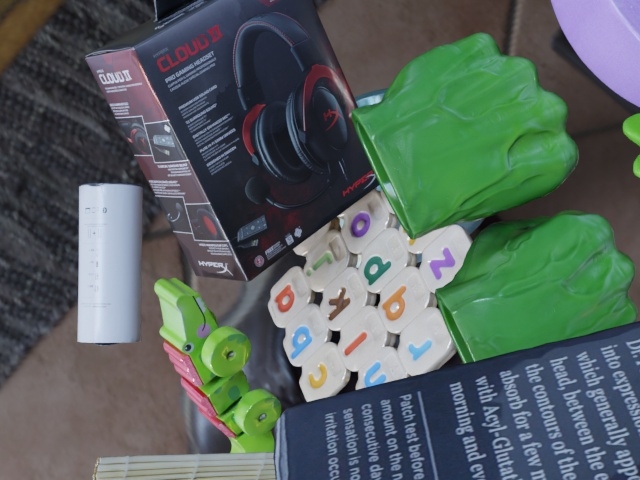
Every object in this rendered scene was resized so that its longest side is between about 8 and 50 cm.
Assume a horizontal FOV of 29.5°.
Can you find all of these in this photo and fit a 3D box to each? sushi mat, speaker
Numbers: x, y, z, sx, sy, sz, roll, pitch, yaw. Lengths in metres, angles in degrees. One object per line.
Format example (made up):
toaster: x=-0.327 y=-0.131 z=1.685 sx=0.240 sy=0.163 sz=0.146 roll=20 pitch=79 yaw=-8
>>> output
sushi mat: x=-0.067 y=0.258 z=1.100 sx=0.316 sy=0.019 sz=0.151 roll=4 pitch=107 yaw=-30
speaker: x=-0.179 y=0.021 z=1.035 sx=0.055 sy=0.055 sz=0.136 roll=2 pitch=86 yaw=-32

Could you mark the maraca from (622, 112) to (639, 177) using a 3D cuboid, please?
maraca: x=0.274 y=-0.055 z=0.723 sx=0.127 sy=0.185 sz=0.099 roll=-50 pitch=145 yaw=-21

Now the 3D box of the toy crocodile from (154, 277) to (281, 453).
toy crocodile: x=-0.145 y=0.186 z=1.656 sx=0.105 sy=0.115 sz=0.340 roll=-39 pitch=133 yaw=-19

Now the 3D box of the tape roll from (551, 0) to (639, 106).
tape roll: x=0.339 y=-0.243 z=1.054 sx=0.274 sy=0.275 sz=0.090 roll=-20 pitch=172 yaw=-15

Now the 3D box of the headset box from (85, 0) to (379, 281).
headset box: x=-0.086 y=-0.138 z=1.255 sx=0.218 sy=0.110 sz=0.293 roll=-36 pitch=112 yaw=-30

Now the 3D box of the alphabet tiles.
alphabet tiles: x=0.053 y=0.044 z=1.351 sx=0.021 sy=0.284 sz=0.278 roll=15 pitch=129 yaw=-43

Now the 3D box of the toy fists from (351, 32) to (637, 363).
toy fists: x=0.137 y=-0.014 z=0.903 sx=0.142 sy=0.096 sz=0.279 roll=-26 pitch=99 yaw=-2

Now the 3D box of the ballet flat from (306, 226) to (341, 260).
ballet flat: x=0.000 y=0.000 z=1.667 sx=0.070 sy=0.070 sz=0.188 roll=-31 pitch=142 yaw=-5

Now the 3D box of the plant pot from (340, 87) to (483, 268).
plant pot: x=0.106 y=-0.117 z=1.914 sx=0.293 sy=0.293 sz=0.196 roll=-26 pitch=120 yaw=-9

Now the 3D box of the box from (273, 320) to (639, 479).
box: x=0.207 y=0.197 z=0.520 sx=0.395 sy=0.212 sz=0.293 roll=-14 pitch=118 yaw=5
